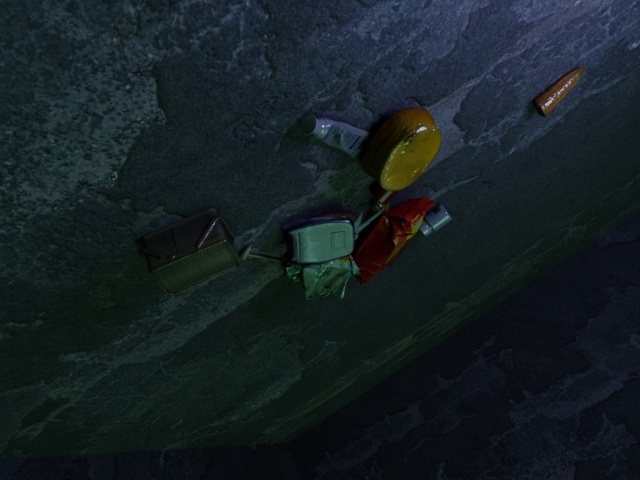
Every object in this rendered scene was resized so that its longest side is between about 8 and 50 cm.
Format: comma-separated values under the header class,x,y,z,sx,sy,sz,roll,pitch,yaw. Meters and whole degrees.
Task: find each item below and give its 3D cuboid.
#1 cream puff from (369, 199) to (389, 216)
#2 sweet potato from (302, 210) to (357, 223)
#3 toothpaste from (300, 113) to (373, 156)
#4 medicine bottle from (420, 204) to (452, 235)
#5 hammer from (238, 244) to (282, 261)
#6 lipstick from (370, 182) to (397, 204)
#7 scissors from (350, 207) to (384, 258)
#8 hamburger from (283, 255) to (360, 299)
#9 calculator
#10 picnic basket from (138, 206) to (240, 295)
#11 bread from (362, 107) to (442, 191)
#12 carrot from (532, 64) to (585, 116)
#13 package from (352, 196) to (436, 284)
class,x,y,z,sx,sy,sz,roll,pitch,yaw
cream puff,0.223,-0.123,1.690,0.083,0.058,0.083,-26,149,-6
sweet potato,0.031,-0.072,1.622,0.255,0.058,0.078,-9,164,-21
toothpaste,0.050,-0.306,1.334,0.266,0.061,0.096,5,133,-50
medicine bottle,0.473,-0.082,1.911,0.130,0.080,0.080,-37,146,14
hammer,-0.204,0.052,1.652,0.195,0.028,0.060,13,122,-50
lipstick,0.277,-0.226,1.574,0.080,0.080,0.241,16,127,-47
scissors,0.110,-0.010,1.727,0.256,0.029,0.383,-5,151,-32
hamburger,0.002,0.143,1.753,0.276,0.150,0.260,-22,152,13
calculator,0.000,0.000,1.594,0.268,0.040,0.177,-9,122,-8
picnic basket,-0.389,0.034,1.380,0.266,0.139,0.165,-24,147,-7
bread,0.249,-0.281,1.421,0.195,0.143,0.270,2,134,-35
carrot,0.838,-0.529,1.602,0.205,0.072,0.072,-45,144,12
package,0.267,-0.002,1.775,0.196,0.123,0.423,-34,162,-43
